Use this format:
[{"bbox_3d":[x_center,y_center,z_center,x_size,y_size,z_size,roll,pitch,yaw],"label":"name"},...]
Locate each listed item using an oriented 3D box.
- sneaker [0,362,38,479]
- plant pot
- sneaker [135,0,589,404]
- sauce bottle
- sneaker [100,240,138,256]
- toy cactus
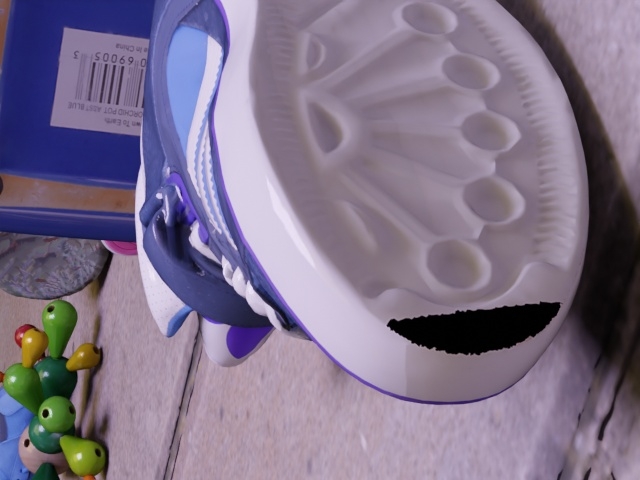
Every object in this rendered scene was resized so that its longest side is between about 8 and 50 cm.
[{"bbox_3d":[-0.266,0.177,1.402,0.082,0.069,0.209,54,136,13],"label":"sneaker"},{"bbox_3d":[-0.154,-0.115,0.937,0.212,0.236,0.236,28,110,61],"label":"plant pot"},{"bbox_3d":[-0.001,0.000,0.650,0.323,0.130,0.236,-111,23,-43],"label":"sneaker"},{"bbox_3d":[-0.255,-0.091,1.367,0.344,0.111,0.111,-108,31,-51],"label":"sauce bottle"},{"bbox_3d":[-0.149,-0.073,1.134,0.075,0.063,0.170,-3,86,64],"label":"sneaker"},{"bbox_3d":[-0.229,0.165,1.255,0.180,0.112,0.219,122,140,-69],"label":"toy cactus"}]
